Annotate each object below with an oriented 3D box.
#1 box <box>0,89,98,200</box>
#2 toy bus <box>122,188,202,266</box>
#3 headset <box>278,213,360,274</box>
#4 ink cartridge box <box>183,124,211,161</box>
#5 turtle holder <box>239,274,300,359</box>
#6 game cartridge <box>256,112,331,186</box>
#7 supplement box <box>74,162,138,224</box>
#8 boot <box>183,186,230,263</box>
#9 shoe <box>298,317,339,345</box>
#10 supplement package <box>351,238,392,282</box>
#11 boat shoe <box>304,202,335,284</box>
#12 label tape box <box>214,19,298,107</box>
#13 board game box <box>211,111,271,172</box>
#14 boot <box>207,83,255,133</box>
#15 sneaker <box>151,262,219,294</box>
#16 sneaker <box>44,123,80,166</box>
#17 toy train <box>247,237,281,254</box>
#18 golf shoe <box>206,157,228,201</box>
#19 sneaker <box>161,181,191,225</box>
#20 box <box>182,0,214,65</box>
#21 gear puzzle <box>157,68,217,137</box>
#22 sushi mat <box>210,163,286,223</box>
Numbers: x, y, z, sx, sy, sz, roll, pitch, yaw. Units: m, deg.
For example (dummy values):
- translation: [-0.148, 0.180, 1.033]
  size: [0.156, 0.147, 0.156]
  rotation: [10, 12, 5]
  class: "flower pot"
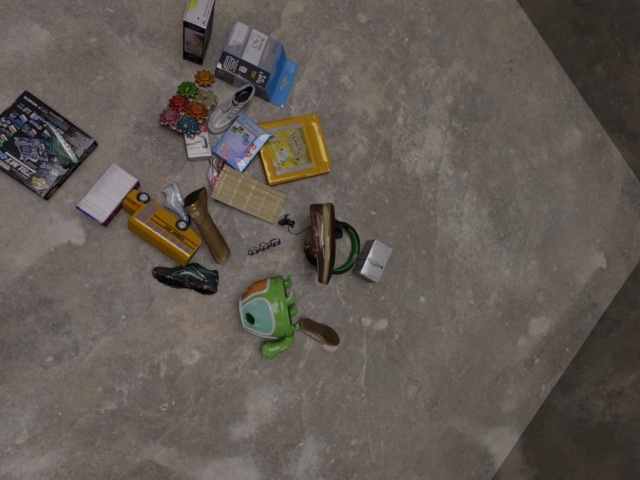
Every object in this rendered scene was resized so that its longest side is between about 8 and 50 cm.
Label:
- translation: [-1.065, -0.354, 1.530]
  size: [0.295, 0.073, 0.293]
  rotation: [37, 76, -14]
  class: "box"
- translation: [-0.632, -0.049, 1.608]
  size: [0.332, 0.108, 0.130]
  rotation: [37, 54, -10]
  class: "toy bus"
- translation: [0.000, 0.000, 1.857]
  size: [0.394, 0.185, 0.244]
  rotation: [28, 81, -30]
  class: "headset"
- translation: [-0.522, -0.412, 1.729]
  size: [0.099, 0.056, 0.136]
  rotation: [-10, 89, -20]
  class: "ink cartridge box"
- translation: [-0.210, 0.307, 1.711]
  size: [0.227, 0.243, 0.321]
  rotation: [-10, 129, -5]
  class: "turtle holder"
- translation: [-0.125, -0.419, 1.869]
  size: [0.323, 0.052, 0.286]
  rotation: [-17, 91, -18]
  class: "game cartridge"
- translation: [-0.817, -0.174, 1.580]
  size: [0.113, 0.111, 0.220]
  rotation: [35, 76, -13]
  class: "supplement box"
- translation: [-0.463, -0.065, 1.689]
  size: [0.089, 0.236, 0.270]
  rotation: [-21, 117, 7]
  class: "boot"
- translation: [-0.008, 0.413, 1.846]
  size: [0.219, 0.058, 0.077]
  rotation: [34, 56, -17]
  class: "shoe"
- translation: [0.244, 0.098, 1.925]
  size: [0.105, 0.105, 0.180]
  rotation: [29, 77, -15]
  class: "supplement package"
- translation: [-0.007, 0.013, 1.713]
  size: [0.123, 0.123, 0.343]
  rotation: [1, 96, 14]
  class: "boat shoe"
- translation: [-0.269, -0.782, 1.820]
  size: [0.333, 0.106, 0.241]
  rotation: [20, 80, -16]
  class: "label tape box"
- translation: [-0.342, -0.421, 1.770]
  size: [0.160, 0.039, 0.212]
  rotation: [38, 86, -4]
  class: "board game box"
- translation: [-0.384, -0.573, 1.754]
  size: [0.095, 0.123, 0.258]
  rotation: [41, 74, -11]
  class: "boot"
- translation: [-0.547, 0.145, 1.671]
  size: [0.267, 0.101, 0.106]
  rotation: [17, 58, -16]
  class: "sneaker"
- translation: [-0.967, -0.345, 1.498]
  size: [0.076, 0.065, 0.167]
  rotation: [-35, 97, -15]
  class: "sneaker"
- translation: [-0.250, 0.026, 1.803]
  size: [0.158, 0.027, 0.036]
  rotation: [-22, 90, -20]
  class: "toy train"
- translation: [-0.447, -0.258, 1.748]
  size: [0.085, 0.067, 0.186]
  rotation: [7, 92, 20]
  class: "golf shoe"
- translation: [-0.597, -0.140, 1.683]
  size: [0.082, 0.071, 0.191]
  rotation: [-23, 85, -13]
  class: "sneaker"
- translation: [-0.493, -0.865, 1.653]
  size: [0.087, 0.290, 0.169]
  rotation: [15, 82, -17]
  class: "box"
- translation: [-0.532, -0.596, 1.718]
  size: [0.175, 0.044, 0.339]
  rotation: [23, 67, -6]
  class: "gear puzzle"
- translation: [-0.304, -0.195, 1.765]
  size: [0.316, 0.019, 0.152]
  rotation: [24, 85, -29]
  class: "sushi mat"
